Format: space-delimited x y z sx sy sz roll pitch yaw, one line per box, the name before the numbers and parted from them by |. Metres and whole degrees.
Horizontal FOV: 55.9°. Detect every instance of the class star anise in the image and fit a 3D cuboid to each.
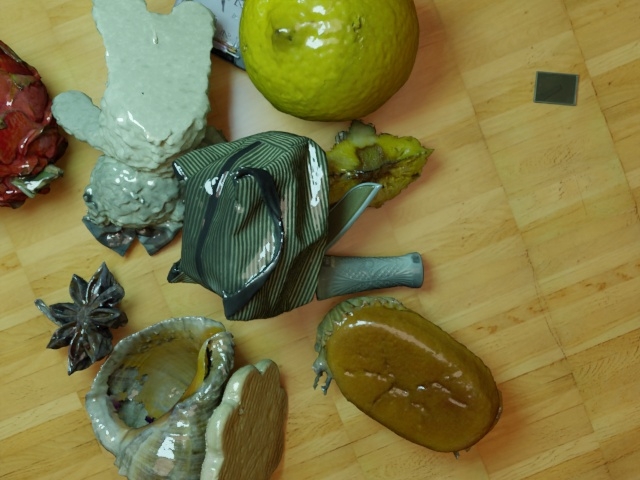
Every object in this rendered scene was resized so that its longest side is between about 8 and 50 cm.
star anise | -0.470 0.153 1.206 0.262 0.081 0.230 2 78 33

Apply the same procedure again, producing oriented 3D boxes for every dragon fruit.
dragon fruit | -0.626 -0.218 1.112 0.277 0.277 0.343 -38 95 1

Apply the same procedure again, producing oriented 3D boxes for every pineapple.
pineapple | 0.076 -0.149 1.225 0.249 0.140 0.164 -22 52 -15

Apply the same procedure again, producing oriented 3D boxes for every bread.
bread | -0.143 0.381 1.154 0.054 0.316 0.316 5 93 22
bread | 0.171 0.257 1.197 0.388 0.183 0.236 28 95 -3

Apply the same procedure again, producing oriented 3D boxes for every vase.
vase | 0.098 0.068 1.232 0.219 0.096 0.096 -4 93 -4

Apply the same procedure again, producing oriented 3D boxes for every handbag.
handbag | -0.129 -0.026 1.086 0.247 0.240 0.341 23 114 38

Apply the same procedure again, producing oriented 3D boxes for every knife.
knife | 0.000 0.001 1.186 0.343 0.027 0.061 -46 54 25

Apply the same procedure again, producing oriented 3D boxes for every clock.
clock | -0.176 -0.486 1.195 0.186 0.083 0.253 26 93 -3

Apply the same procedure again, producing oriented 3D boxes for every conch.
conch | -0.293 0.322 1.190 0.297 0.210 0.352 28 71 7

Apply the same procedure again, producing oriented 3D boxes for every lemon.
lemon | 0.016 -0.366 1.086 0.335 0.336 0.337 0 93 -1

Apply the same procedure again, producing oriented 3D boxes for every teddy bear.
teddy bear | -0.341 -0.206 1.161 0.327 0.362 0.376 2 68 -24

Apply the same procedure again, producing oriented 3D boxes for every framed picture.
framed picture | 0.491 -0.317 1.257 0.089 0.006 0.066 4 94 -1
